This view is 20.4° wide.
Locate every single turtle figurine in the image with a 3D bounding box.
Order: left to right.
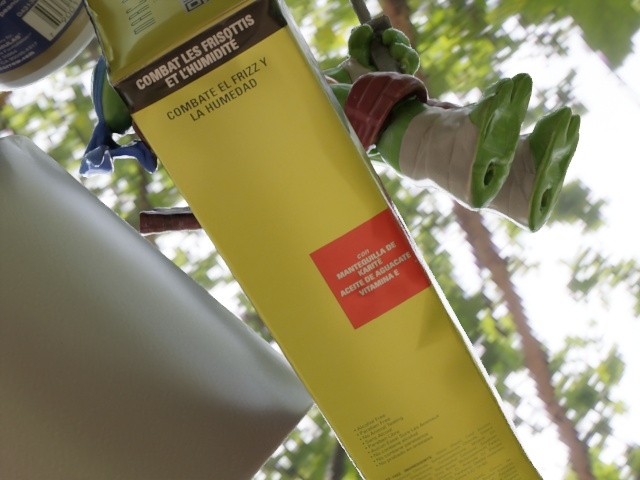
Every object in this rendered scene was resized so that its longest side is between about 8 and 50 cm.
[{"bbox_3d":[0.011,-0.119,0.972,0.266,0.275,0.198,21,-31,26],"label":"turtle figurine"}]

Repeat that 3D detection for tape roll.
[{"bbox_3d":[-0.139,0.101,0.732,0.169,0.246,0.246,40,-57,2],"label":"tape roll"}]

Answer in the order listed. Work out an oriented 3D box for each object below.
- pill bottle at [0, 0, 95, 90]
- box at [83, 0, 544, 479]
[{"bbox_3d":[-0.160,-0.134,0.692,0.094,0.169,0.094,-12,-117,24],"label":"pill bottle"},{"bbox_3d":[0.000,0.000,0.605,0.058,0.087,0.232,-28,-55,2],"label":"box"}]
